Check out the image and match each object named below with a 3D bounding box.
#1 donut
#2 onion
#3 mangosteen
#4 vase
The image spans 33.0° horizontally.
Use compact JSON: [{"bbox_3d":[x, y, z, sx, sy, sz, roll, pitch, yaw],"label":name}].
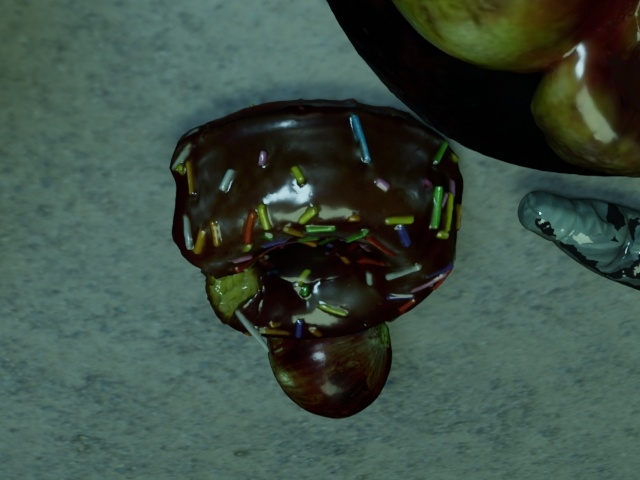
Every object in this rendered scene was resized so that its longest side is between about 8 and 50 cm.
[{"bbox_3d":[0.000,-0.001,0.778,0.216,0.096,0.230,0,145,-8],"label":"donut"},{"bbox_3d":[0.006,0.097,0.919,0.119,0.118,0.117,-30,143,32],"label":"onion"},{"bbox_3d":[0.126,-0.130,0.421,0.275,0.302,0.275,1,127,1],"label":"mangosteen"},{"bbox_3d":[0.238,0.005,0.849,0.211,0.060,0.060,17,140,-30],"label":"vase"}]
